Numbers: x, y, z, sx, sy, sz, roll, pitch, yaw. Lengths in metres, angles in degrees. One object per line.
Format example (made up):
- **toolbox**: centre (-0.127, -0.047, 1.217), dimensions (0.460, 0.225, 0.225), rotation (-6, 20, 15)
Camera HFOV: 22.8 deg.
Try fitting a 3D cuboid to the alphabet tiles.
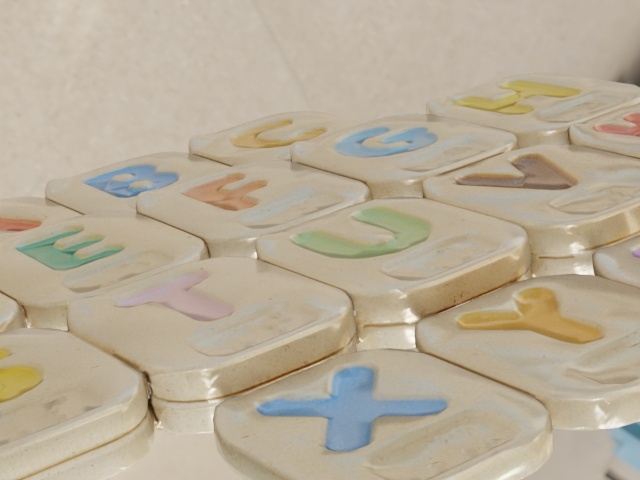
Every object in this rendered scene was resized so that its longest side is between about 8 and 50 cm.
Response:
- **alphabet tiles**: centre (0.000, 0.000, 0.449), dimensions (0.284, 0.278, 0.021), rotation (-20, 111, -29)
